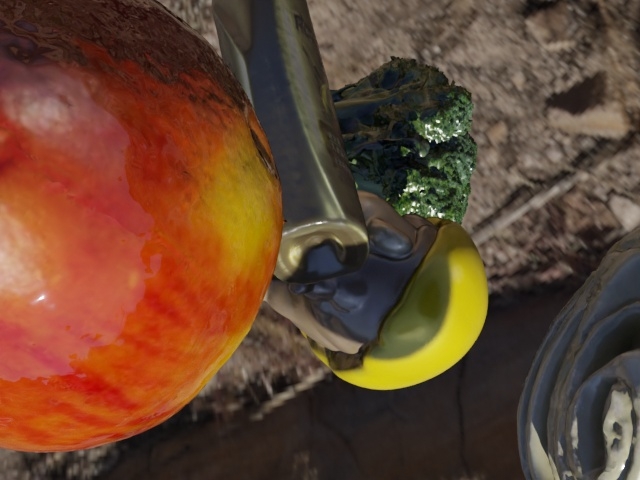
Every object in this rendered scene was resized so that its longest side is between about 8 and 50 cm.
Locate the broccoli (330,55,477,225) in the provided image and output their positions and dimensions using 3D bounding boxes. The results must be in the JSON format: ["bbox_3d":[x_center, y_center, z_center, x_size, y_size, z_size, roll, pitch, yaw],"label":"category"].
[{"bbox_3d":[0.034,-0.071,1.717,0.283,0.321,0.304,20,106,-14],"label":"broccoli"}]

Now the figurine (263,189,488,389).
[{"bbox_3d":[0.000,0.000,1.419,0.343,0.215,0.187,37,80,-18],"label":"figurine"}]

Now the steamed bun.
[{"bbox_3d":[0.291,0.150,1.087,0.324,0.219,0.310,33,120,23],"label":"steamed bun"}]

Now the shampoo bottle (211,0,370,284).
[{"bbox_3d":[-0.038,-0.139,1.255,0.084,0.350,0.125,-16,152,4],"label":"shampoo bottle"}]

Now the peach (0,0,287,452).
[{"bbox_3d":[-0.155,-0.024,0.737,0.281,0.281,0.238,34,95,-18],"label":"peach"}]
